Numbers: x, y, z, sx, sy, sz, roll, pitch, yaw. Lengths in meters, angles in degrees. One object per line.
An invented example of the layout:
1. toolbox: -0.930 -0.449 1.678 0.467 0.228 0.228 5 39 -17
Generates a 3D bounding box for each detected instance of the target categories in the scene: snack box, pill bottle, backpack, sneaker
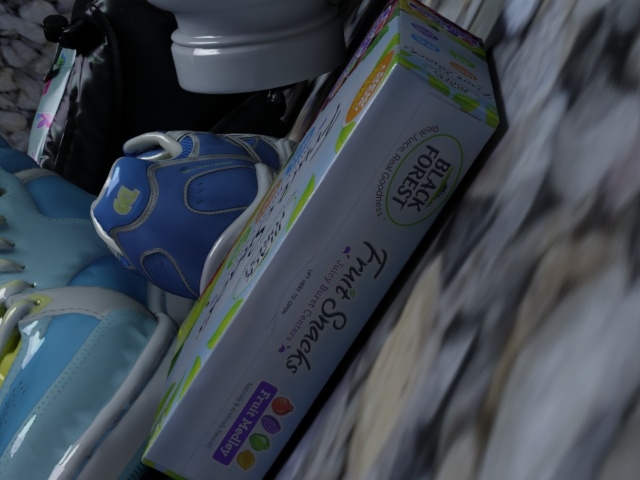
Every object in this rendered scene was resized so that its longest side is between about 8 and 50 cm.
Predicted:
1. snack box: 0.000 0.000 0.532 0.141 0.037 0.100 -57 10 18
2. pill bottle: -0.048 -0.191 0.897 0.121 0.121 0.216 -86 -13 -73
3. backpack: -0.106 -0.041 1.038 0.115 0.152 0.182 150 139 -88
4. sneaker: -0.049 -0.020 0.752 0.080 0.081 0.211 -61 6 3
5. sneaker: -0.163 0.034 0.804 0.127 0.208 0.319 -57 9 9

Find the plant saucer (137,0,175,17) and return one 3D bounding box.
1. plant saucer: -0.028 -0.247 1.113 0.310 0.050 0.310 -40 -6 -5
